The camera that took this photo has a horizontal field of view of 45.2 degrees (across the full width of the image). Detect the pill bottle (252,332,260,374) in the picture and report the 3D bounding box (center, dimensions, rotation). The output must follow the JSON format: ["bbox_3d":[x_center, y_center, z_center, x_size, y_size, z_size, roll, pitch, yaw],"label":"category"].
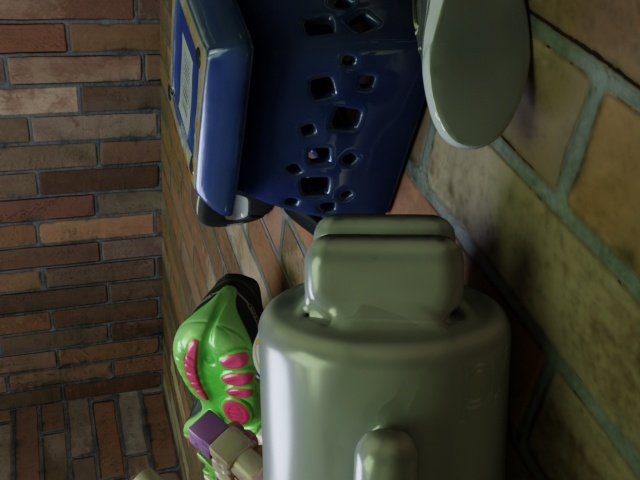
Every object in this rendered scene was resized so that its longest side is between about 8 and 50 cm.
[{"bbox_3d":[-0.017,0.132,0.961,0.208,0.119,0.119,144,119,-69],"label":"pill bottle"}]

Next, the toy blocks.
[{"bbox_3d":[-0.060,0.375,1.096,0.260,0.309,0.289,34,149,25],"label":"toy blocks"}]

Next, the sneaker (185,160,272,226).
[{"bbox_3d":[-0.143,-0.215,1.160,0.447,0.169,0.258,121,138,-65],"label":"sneaker"}]

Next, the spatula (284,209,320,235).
[{"bbox_3d":[0.000,0.000,1.011,0.296,0.030,0.084,-129,32,-59],"label":"spatula"}]

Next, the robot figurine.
[{"bbox_3d":[0.051,0.159,0.633,0.300,0.199,0.354,-60,-29,-73],"label":"robot figurine"}]

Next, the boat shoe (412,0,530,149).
[{"bbox_3d":[0.102,-0.179,0.582,0.076,0.080,0.229,166,99,-78],"label":"boat shoe"}]

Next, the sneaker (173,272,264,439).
[{"bbox_3d":[-0.140,0.240,1.357,0.483,0.185,0.202,99,-170,-51],"label":"sneaker"}]

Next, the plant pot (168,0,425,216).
[{"bbox_3d":[-0.039,-0.169,0.792,0.236,0.212,0.236,104,153,-45],"label":"plant pot"}]
